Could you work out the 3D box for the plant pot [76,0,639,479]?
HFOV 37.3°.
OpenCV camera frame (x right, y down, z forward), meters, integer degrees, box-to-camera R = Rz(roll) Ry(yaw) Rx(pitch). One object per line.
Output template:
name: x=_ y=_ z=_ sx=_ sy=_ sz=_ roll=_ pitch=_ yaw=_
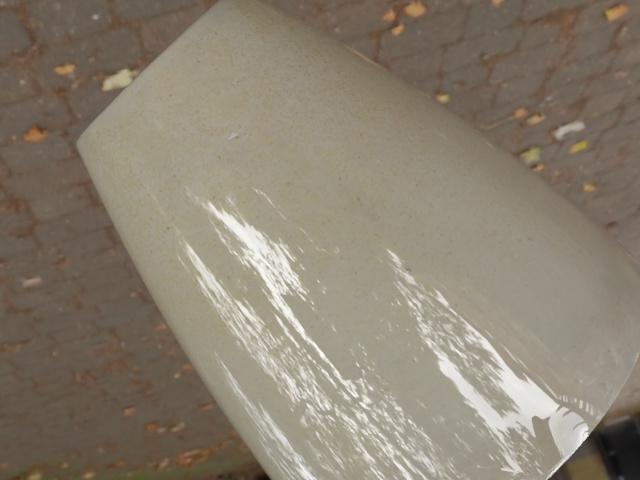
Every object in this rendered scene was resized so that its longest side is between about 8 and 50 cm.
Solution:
plant pot: x=0.000 y=0.000 z=0.553 sx=0.256 sy=0.274 sz=0.256 roll=-42 pitch=-168 yaw=11
